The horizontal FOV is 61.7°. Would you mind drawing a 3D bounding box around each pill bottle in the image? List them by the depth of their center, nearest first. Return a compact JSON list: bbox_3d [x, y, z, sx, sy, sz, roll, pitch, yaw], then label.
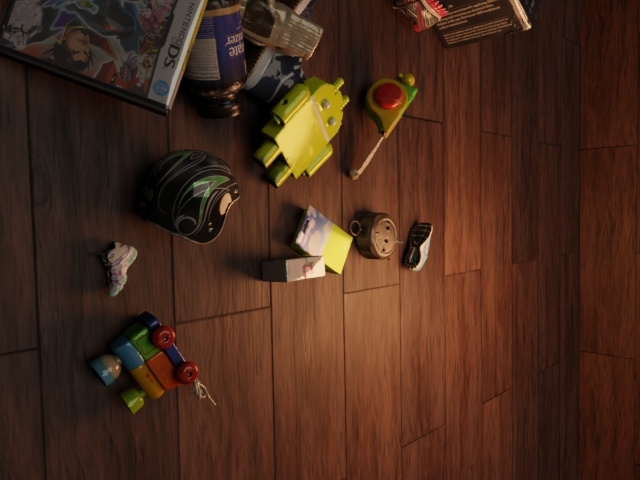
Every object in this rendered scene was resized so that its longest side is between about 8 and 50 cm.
[{"bbox_3d":[-0.205,-0.351,1.021,0.122,0.122,0.219,-35,136,-39],"label":"pill bottle"}]

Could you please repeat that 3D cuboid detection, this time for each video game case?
[{"bbox_3d":[-0.339,-0.364,0.859,0.274,0.035,0.248,18,86,-14],"label":"video game case"}]

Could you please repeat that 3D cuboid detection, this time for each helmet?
[{"bbox_3d":[-0.239,-0.090,0.994,0.169,0.169,0.162,25,90,-43],"label":"helmet"}]

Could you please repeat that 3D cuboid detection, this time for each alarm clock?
[{"bbox_3d":[0.146,-0.016,1.462,0.192,0.064,0.129,16,80,-41],"label":"alarm clock"}]

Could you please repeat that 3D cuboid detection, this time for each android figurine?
[{"bbox_3d":[-0.034,-0.247,1.195,0.273,0.056,0.248,-48,153,-12],"label":"android figurine"}]

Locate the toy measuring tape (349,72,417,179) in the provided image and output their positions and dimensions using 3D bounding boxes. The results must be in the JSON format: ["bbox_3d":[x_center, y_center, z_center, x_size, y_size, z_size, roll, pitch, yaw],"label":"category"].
[{"bbox_3d":[0.140,-0.322,1.432,0.121,0.121,0.330,40,81,-39],"label":"toy measuring tape"}]

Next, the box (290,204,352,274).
[{"bbox_3d":[0.000,0.000,1.323,0.178,0.042,0.109,36,66,-40],"label":"box"}]

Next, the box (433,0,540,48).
[{"bbox_3d":[0.462,-0.931,1.583,0.472,0.297,0.480,43,62,-39],"label":"box"}]

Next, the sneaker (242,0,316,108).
[{"bbox_3d":[-0.060,-0.420,1.181,0.153,0.099,0.282,34,87,-39],"label":"sneaker"}]

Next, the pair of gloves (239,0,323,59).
[{"bbox_3d":[-0.076,-0.499,1.052,0.204,0.042,0.240,13,111,-19],"label":"pair of gloves"}]

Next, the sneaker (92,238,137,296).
[{"bbox_3d":[-0.375,0.045,0.951,0.069,0.038,0.098,35,58,-39],"label":"sneaker"}]

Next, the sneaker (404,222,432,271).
[{"bbox_3d":[0.300,0.020,1.630,0.073,0.063,0.162,45,64,-57],"label":"sneaker"}]

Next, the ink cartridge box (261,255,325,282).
[{"bbox_3d":[-0.062,0.064,1.230,0.122,0.088,0.052,-4,91,-46],"label":"ink cartridge box"}]

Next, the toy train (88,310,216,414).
[{"bbox_3d":[-0.302,0.268,0.991,0.143,0.105,0.248,-38,117,-27],"label":"toy train"}]

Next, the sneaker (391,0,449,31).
[{"bbox_3d":[0.229,-0.708,1.494,0.299,0.112,0.121,37,40,-26],"label":"sneaker"}]
